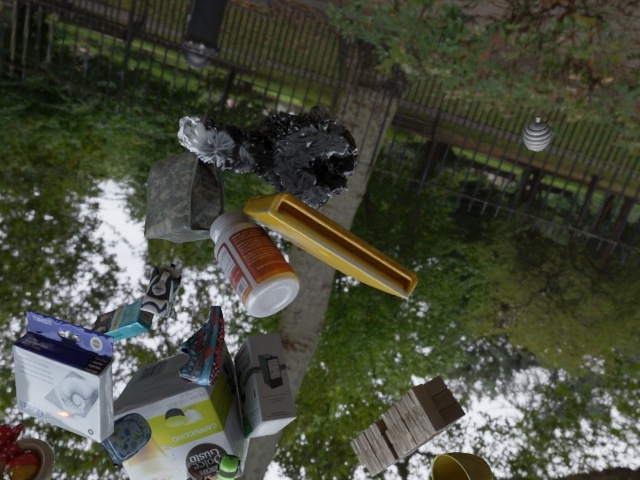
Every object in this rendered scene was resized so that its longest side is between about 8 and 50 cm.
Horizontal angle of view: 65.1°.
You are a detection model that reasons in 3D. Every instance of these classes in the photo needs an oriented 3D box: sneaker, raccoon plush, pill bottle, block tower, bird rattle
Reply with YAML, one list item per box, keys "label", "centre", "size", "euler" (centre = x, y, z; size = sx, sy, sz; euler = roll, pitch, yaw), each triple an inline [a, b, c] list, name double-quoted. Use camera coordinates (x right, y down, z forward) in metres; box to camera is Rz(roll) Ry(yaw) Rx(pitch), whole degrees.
- label: "sneaker"
  centre: [-0.351, 0.293, 1.469]
  size: [0.125, 0.104, 0.262]
  euler: [4, -136, -3]
- label: "sneaker"
  centre: [-0.457, 0.145, 1.483]
  size: [0.093, 0.153, 0.235]
  euler: [20, 168, 2]
- label: "raccoon plush"
  centre: [-0.099, -0.266, 1.188]
  size: [0.446, 0.216, 0.299]
  euler: [25, -156, -28]
- label: "pill bottle"
  centre: [-0.143, 0.041, 1.036]
  size: [0.121, 0.121, 0.216]
  euler: [3, -138, -47]
- label: "block tower"
  centre: [0.175, 0.398, 1.054]
  size: [0.097, 0.336, 0.091]
  euler: [-16, -120, -29]
- label: "bird rattle"
  centre: [-0.824, 0.617, 1.353]
  size: [0.206, 0.143, 0.254]
  euler: [-3, -140, -7]

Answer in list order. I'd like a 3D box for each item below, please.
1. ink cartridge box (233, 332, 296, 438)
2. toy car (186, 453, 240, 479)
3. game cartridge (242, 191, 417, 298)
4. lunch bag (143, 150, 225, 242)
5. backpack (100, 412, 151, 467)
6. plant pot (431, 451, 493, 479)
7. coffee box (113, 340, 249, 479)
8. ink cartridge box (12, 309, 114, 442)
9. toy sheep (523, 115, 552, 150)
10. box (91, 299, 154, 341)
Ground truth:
- label: "ink cartridge box"
  centre: [-0.195, 0.484, 1.681]
  size: [0.121, 0.211, 0.289]
  euler: [1, -123, -26]
- label: "toy car"
  centre: [-0.282, 0.704, 1.458]
  size: [0.238, 0.225, 0.053]
  euler: [13, -146, -6]
- label: "game cartridge"
  centre: [0.000, 0.000, 0.958]
  size: [0.285, 0.053, 0.323]
  euler: [32, 176, -16]
- label: "lunch bag"
  centre: [-0.435, -0.149, 1.618]
  size: [0.235, 0.287, 0.168]
  euler: [-7, 168, 34]
- label: "backpack"
  centre: [-0.502, 0.509, 1.303]
  size: [0.114, 0.084, 0.105]
  euler: [-32, -92, -41]
- label: "plant pot"
  centre: [0.333, 0.538, 1.136]
  size: [0.095, 0.134, 0.134]
  euler: [-8, -155, -30]
- label: "coffee box"
  centre: [-0.446, 0.593, 1.669]
  size: [0.337, 0.335, 0.338]
  euler: [-18, -167, 3]
- label: "ink cartridge box"
  centre: [-0.519, 0.274, 1.010]
  size: [0.223, 0.224, 0.045]
  euler: [12, -163, 16]
- label: "toy sheep"
  centre: [0.661, -0.326, 1.525]
  size: [0.091, 0.091, 0.132]
  euler: [31, 156, 44]
- label: "box"
  centre: [-0.681, 0.284, 1.725]
  size: [0.060, 0.244, 0.101]
  euler: [50, -149, -38]
